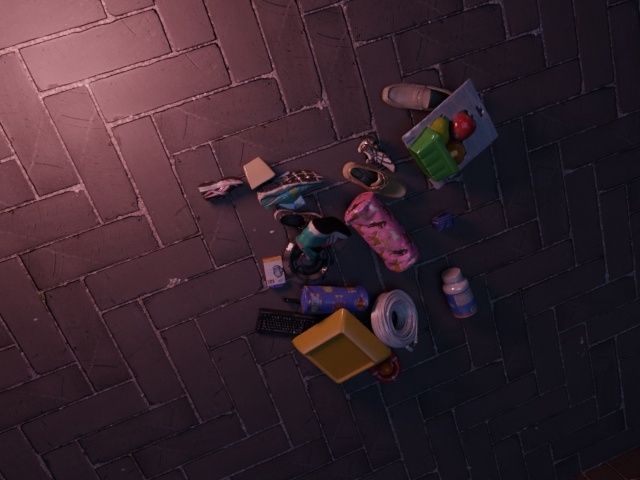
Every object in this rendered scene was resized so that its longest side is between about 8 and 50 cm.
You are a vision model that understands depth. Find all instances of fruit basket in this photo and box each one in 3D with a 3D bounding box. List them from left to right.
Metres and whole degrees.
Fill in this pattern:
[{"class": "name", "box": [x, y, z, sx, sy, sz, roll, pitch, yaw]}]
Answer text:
[{"class": "fruit basket", "box": [0.543, -0.435, 1.894, 0.353, 0.165, 0.327, -45, 125, 1]}]

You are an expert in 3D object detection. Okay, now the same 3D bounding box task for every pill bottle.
[{"class": "pill bottle", "box": [0.646, 0.243, 2.132, 0.124, 0.124, 0.221, -27, 108, -5]}]

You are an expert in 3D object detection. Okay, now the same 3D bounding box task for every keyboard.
[{"class": "keyboard", "box": [-0.121, 0.344, 2.031, 0.317, 0.033, 0.201, 9, 102, -16]}]

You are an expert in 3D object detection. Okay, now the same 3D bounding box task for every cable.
[{"class": "cable", "box": [0.340, 0.355, 2.059, 0.257, 0.089, 0.257, 28, 64, -32]}]

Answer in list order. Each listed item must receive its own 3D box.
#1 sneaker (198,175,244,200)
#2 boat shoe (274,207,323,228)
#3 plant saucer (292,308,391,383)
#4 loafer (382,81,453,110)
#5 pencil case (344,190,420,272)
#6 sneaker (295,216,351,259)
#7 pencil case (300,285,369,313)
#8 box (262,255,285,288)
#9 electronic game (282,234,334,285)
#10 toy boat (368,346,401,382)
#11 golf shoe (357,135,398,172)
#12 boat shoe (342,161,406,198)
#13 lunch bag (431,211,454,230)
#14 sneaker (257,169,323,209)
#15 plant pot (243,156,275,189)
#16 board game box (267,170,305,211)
[{"class": "sneaker", "box": [-0.392, -0.204, 1.813, 0.178, 0.072, 0.077, -10, 119, -2]}, {"class": "boat shoe", "box": [-0.078, -0.081, 1.888, 0.229, 0.076, 0.080, 14, 111, -27]}, {"class": "plant saucer", "box": [0.089, 0.499, 2.017, 0.333, 0.081, 0.333, -37, 109, 27]}, {"class": "loafer", "box": [0.415, -0.591, 1.865, 0.320, 0.111, 0.112, -1, 105, -13]}, {"class": "pencil case", "box": [0.268, -0.031, 1.957, 0.386, 0.167, 0.160, 46, 47, -20]}, {"class": "sneaker", "box": [0.000, 0.000, 1.887, 0.178, 0.296, 0.123, -43, 68, 25]}, {"class": "pencil case", "box": [0.060, 0.255, 1.992, 0.306, 0.133, 0.119, 1, 122, -16]}, {"class": "box", "box": [-0.199, 0.138, 1.961, 0.081, 0.028, 0.136, -10, 109, -10]}, {"class": "electronic game", "box": [-0.051, 0.082, 1.967, 0.229, 0.048, 0.229, -2, 97, -16]}, {"class": "toy boat", "box": [0.291, 0.577, 2.123, 0.151, 0.151, 0.231, -38, 109, -1]}, {"class": "golf shoe", "box": [0.241, -0.347, 1.917, 0.198, 0.077, 0.094, 43, 103, -12]}, {"class": "boat shoe", "box": [0.240, -0.247, 1.922, 0.302, 0.098, 0.109, 21, 99, -17]}, {"class": "lunch bag", "box": [0.556, -0.093, 2.052, 0.099, 0.067, 0.065, -23, 109, -7]}, {"class": "sneaker", "box": [-0.118, -0.206, 1.837, 0.275, 0.107, 0.110, -18, 127, -3]}, {"class": "plant pot", "box": [-0.249, -0.270, 1.806, 0.109, 0.109, 0.096, -32, 96, -3]}, {"class": "board game box", "box": [-0.141, -0.196, 1.885, 0.104, 0.026, 0.154, -29, 109, -4]}]
